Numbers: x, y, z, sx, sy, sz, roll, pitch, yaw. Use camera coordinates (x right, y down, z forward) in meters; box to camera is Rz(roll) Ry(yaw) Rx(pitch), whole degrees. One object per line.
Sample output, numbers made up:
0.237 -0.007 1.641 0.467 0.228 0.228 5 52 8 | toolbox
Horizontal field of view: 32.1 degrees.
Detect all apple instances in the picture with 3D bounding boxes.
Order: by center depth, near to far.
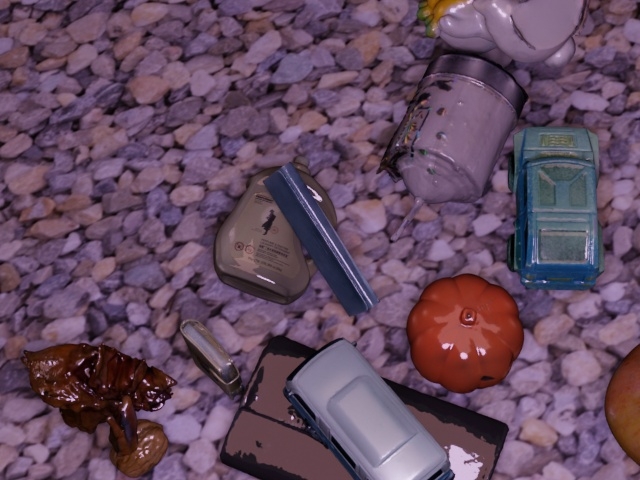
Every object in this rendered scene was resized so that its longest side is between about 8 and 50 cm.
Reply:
0.559 0.250 1.653 0.260 0.194 0.261 -2 63 4 | apple

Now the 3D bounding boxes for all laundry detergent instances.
-0.069 -0.029 1.881 0.181 0.091 0.253 20 68 4 | laundry detergent

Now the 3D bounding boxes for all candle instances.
0.208 -0.148 1.869 0.187 0.187 0.330 23 72 14 | candle

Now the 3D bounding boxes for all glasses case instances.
0.000 0.000 1.805 0.056 0.105 0.266 -33 92 -1 | glasses case

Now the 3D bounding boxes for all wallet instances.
0.067 0.316 1.731 0.406 0.062 0.228 20 69 13 | wallet
-0.167 0.189 1.756 0.039 0.155 0.110 -42 70 -15 | wallet

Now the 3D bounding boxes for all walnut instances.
-0.283 0.325 1.748 0.096 0.082 0.079 -46 43 -13 | walnut

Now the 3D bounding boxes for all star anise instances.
-0.327 0.230 1.678 0.237 0.346 0.148 22 82 -24 | star anise

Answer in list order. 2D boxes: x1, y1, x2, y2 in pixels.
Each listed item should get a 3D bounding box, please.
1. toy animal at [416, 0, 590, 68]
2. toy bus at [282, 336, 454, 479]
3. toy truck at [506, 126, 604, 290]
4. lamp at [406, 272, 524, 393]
0.304 -0.384 1.874 0.247 0.310 0.183 20 86 -25 | toy animal
0.065 0.267 1.630 0.133 0.165 0.271 -38 70 -12 | toy bus
0.388 -0.056 1.825 0.155 0.156 0.279 2 67 5 | toy truck
0.227 0.143 1.743 0.187 0.164 0.188 -1 66 1 | lamp
